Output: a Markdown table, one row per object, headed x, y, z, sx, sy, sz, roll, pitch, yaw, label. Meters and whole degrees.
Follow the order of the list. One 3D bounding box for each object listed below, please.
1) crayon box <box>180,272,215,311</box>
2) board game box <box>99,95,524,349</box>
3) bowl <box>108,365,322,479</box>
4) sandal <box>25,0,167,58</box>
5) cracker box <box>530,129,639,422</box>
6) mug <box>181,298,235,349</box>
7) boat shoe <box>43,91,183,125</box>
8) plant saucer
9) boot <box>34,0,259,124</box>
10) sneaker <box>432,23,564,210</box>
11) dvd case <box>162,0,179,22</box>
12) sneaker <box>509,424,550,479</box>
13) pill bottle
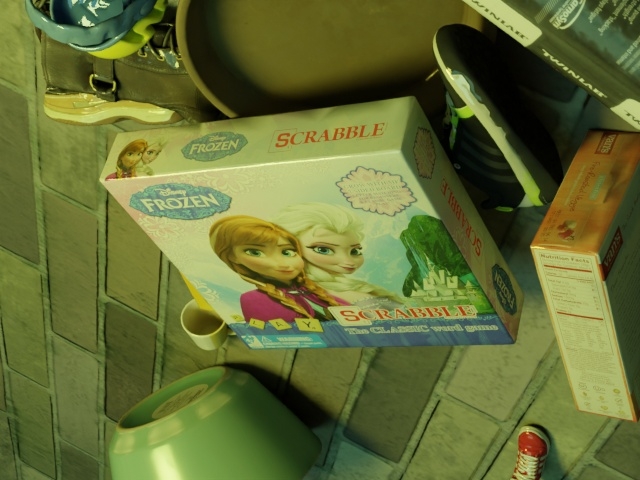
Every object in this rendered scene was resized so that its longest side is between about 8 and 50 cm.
| x | y | z | sx | sy | sz | roll | pitch | yaw | label |
| --- | --- | --- | --- | --- | --- | --- | --- | --- | --- |
| -0.045 | 0.018 | 1.442 | 0.279 | 0.081 | 0.165 | 8 | 139 | 31 | crayon box |
| 0.000 | 0.000 | 1.217 | 0.319 | 0.065 | 0.318 | -4 | 143 | 28 | board game box |
| -0.173 | 0.289 | 1.736 | 0.312 | 0.311 | 0.163 | -16 | 105 | 48 | bowl |
| -0.152 | -0.272 | 1.043 | 0.126 | 0.138 | 0.317 | 38 | 119 | 7 | sandal |
| 0.271 | 0.034 | 1.146 | 0.067 | 0.155 | 0.232 | 8 | 139 | 32 | cracker box |
| -0.147 | 0.121 | 1.676 | 0.078 | 0.062 | 0.064 | 26 | 154 | 20 | mug |
| -0.230 | -0.172 | 1.376 | 0.190 | 0.068 | 0.072 | 0 | 123 | 22 | boat shoe |
| 0.014 | -0.190 | 1.079 | 0.278 | 0.041 | 0.277 | -1 | 141 | -1 | plant saucer |
| -0.170 | -0.195 | 1.213 | 0.229 | 0.091 | 0.263 | 17 | 147 | -6 | boot |
| 0.139 | -0.092 | 1.107 | 0.097 | 0.084 | 0.234 | -17 | 137 | 25 | sneaker |
| -0.213 | -0.318 | 1.199 | 0.239 | 0.029 | 0.179 | 42 | 146 | -13 | dvd case |
| 0.258 | 0.286 | 1.553 | 0.042 | 0.067 | 0.118 | 16 | 143 | 22 | sneaker |
| 0.235 | -0.170 | 0.939 | 0.246 | 0.130 | 0.130 | 36 | 146 | -5 | pill bottle |
